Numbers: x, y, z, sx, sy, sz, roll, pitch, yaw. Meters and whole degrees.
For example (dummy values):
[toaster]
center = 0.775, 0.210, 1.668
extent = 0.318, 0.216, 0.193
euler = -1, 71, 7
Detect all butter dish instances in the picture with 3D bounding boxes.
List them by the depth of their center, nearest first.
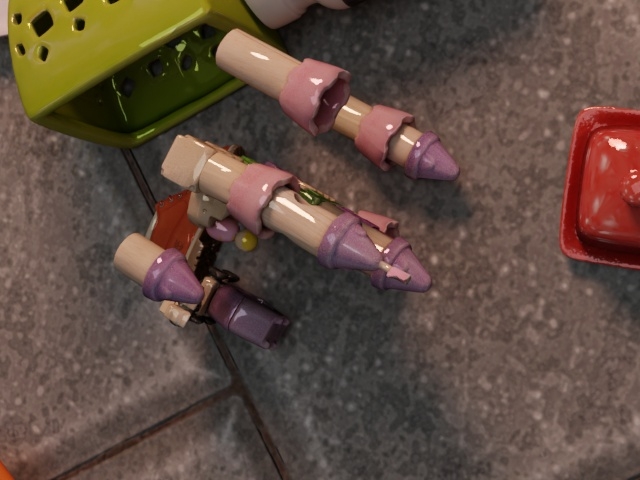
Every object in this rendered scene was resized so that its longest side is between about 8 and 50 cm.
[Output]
[butter dish]
center = 0.314, -0.049, 1.312
extent = 0.160, 0.118, 0.160
euler = 9, 93, 17

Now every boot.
[boot]
center = -0.140, -0.043, 1.481
extent = 0.084, 0.059, 0.158
euler = 28, 99, 20

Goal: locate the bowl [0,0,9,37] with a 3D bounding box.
[bowl]
center = -0.365, -0.302, 1.547
extent = 0.142, 0.053, 0.142
euler = -4, 89, 16

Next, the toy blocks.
[toy blocks]
center = 0.000, 0.000, 1.317
extent = 0.260, 0.288, 0.309
euler = 30, 95, 20

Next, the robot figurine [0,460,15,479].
[robot figurine]
center = -0.392, 0.316, 1.519
extent = 0.219, 0.128, 0.158
euler = 40, 88, 13

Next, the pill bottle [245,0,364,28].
[pill bottle]
center = 0.043, -0.335, 1.370
extent = 0.278, 0.162, 0.162
euler = -25, 83, 16

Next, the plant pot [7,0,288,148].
[plant pot]
center = -0.199, -0.247, 1.415
extent = 0.228, 0.227, 0.207
euler = -27, 77, 15
